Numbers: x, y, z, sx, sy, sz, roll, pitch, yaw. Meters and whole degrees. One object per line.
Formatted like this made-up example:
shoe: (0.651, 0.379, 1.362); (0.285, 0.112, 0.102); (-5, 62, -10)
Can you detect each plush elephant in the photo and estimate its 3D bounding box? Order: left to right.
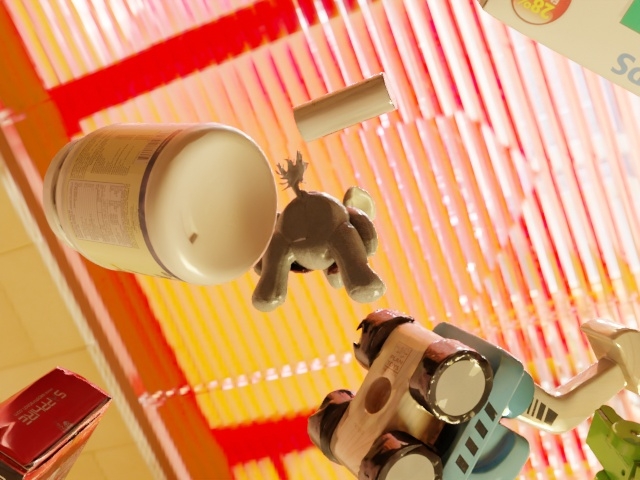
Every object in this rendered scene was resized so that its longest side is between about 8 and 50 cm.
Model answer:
plush elephant: (0.000, 0.000, 1.838); (0.255, 0.271, 0.330); (30, -132, -71)

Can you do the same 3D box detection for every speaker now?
speaker: (0.032, -0.181, 1.198); (0.055, 0.136, 0.055); (-19, -90, -76)

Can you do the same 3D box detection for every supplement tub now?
supplement tub: (-0.252, -0.062, 1.344); (0.235, 0.324, 0.236); (-8, -79, -47)

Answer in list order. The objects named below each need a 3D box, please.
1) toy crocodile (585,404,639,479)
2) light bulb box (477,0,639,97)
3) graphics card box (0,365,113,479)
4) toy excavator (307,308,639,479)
toy crocodile: (0.464, 0.342, 1.204); (0.340, 0.105, 0.115); (-118, 34, -68)
light bulb box: (0.386, -0.372, 1.184); (0.357, 0.225, 0.361); (24, -155, -14)
graphics card box: (-0.403, 0.340, 1.017); (0.094, 0.371, 0.233); (32, -168, 2)
toy excavator: (0.269, 0.251, 1.345); (0.445, 0.222, 0.433); (33, -95, -29)
